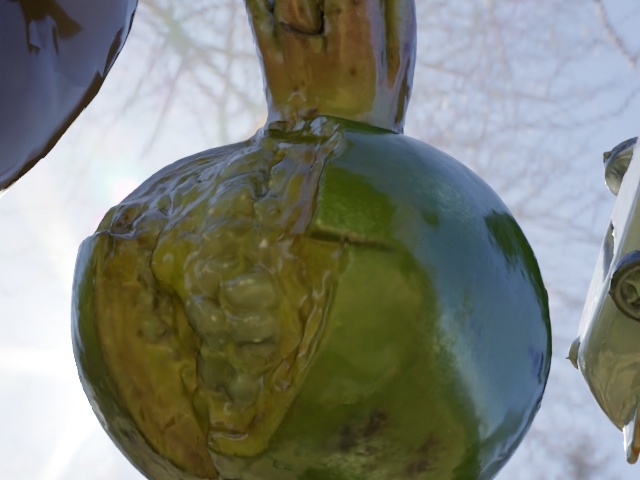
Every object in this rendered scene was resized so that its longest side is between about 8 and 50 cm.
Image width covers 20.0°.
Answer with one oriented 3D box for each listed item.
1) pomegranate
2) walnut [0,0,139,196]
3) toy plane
[{"bbox_3d":[0.000,0.000,0.893,0.236,0.302,0.236,6,-17,2],"label":"pomegranate"},{"bbox_3d":[-0.212,-0.155,0.471,0.383,0.384,0.384,12,-33,8],"label":"walnut"},{"bbox_3d":[0.217,0.020,1.069,0.117,0.245,0.245,12,-33,1],"label":"toy plane"}]
